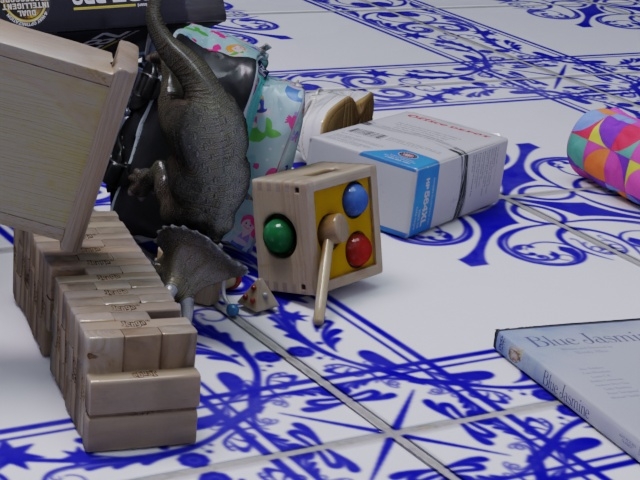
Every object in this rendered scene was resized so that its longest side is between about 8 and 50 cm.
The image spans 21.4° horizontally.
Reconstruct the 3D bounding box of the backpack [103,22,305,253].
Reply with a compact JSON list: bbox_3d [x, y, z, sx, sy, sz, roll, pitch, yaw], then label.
[{"bbox_3d":[-0.119,-0.108,1.751,0.191,0.225,0.253,18,10,-11],"label":"backpack"}]

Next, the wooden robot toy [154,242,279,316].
[{"bbox_3d":[-0.118,0.014,1.609,0.173,0.079,0.076,13,20,19],"label":"wooden robot toy"}]

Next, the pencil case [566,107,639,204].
[{"bbox_3d":[0.400,-0.090,2.037,0.104,0.104,0.236,-6,21,-31],"label":"pencil case"}]

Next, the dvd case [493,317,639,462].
[{"bbox_3d":[0.290,0.127,1.484,0.180,0.022,0.253,-3,20,-24],"label":"dvd case"}]

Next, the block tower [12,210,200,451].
[{"bbox_3d":[-0.187,0.063,1.431,0.097,0.091,0.335,-1,20,-21],"label":"block tower"}]

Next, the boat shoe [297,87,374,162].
[{"bbox_3d":[-0.002,-0.137,2.071,0.096,0.098,0.277,8,10,10],"label":"boat shoe"}]

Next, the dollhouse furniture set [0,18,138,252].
[{"bbox_3d":[-0.306,-0.183,1.513,0.256,0.362,0.394,16,24,-13],"label":"dollhouse furniture set"}]

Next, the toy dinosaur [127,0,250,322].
[{"bbox_3d":[-0.103,-0.077,1.500,0.121,0.314,0.160,-1,25,-27],"label":"toy dinosaur"}]

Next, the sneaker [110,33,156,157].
[{"bbox_3d":[-0.232,-0.167,1.985,0.226,0.163,0.086,-4,23,-21],"label":"sneaker"}]

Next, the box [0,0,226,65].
[{"bbox_3d":[-0.354,-0.265,2.114,0.318,0.097,0.395,-11,0,-36],"label":"box"}]

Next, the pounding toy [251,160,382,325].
[{"bbox_3d":[0.000,0.000,1.637,0.100,0.130,0.141,5,14,39],"label":"pounding toy"}]

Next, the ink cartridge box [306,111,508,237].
[{"bbox_3d":[0.099,-0.080,1.935,0.148,0.086,0.203,18,22,32],"label":"ink cartridge box"}]
